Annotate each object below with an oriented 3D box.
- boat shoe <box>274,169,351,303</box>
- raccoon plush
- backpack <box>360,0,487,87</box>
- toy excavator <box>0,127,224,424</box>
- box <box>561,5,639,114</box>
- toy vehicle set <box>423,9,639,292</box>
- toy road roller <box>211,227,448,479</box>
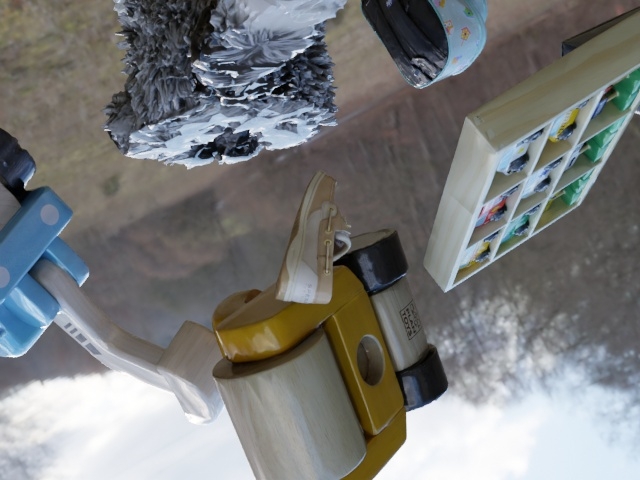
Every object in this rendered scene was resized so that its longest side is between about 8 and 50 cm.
[{"bbox_3d":[0.000,0.000,0.953,0.063,0.059,0.170,109,-3,-45],"label":"boat shoe"},{"bbox_3d":[-0.076,-0.260,0.926,0.216,0.299,0.446,-4,168,-30],"label":"raccoon plush"},{"bbox_3d":[0.166,-0.334,1.502,0.144,0.188,0.166,-17,167,-29],"label":"backpack"},{"bbox_3d":[-0.363,0.072,1.322,0.433,0.445,0.222,-9,-138,45],"label":"toy excavator"},{"bbox_3d":[0.370,-0.167,0.917,0.183,0.059,0.232,-27,-147,-24],"label":"box"},{"bbox_3d":[0.173,-0.060,0.808,0.166,0.035,0.267,-32,160,-14],"label":"toy vehicle set"},{"bbox_3d":[-0.031,0.138,1.076,0.240,0.202,0.329,-13,-167,33],"label":"toy road roller"}]
